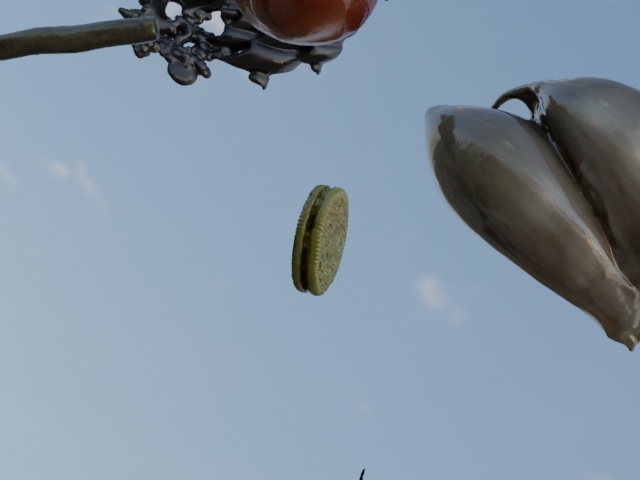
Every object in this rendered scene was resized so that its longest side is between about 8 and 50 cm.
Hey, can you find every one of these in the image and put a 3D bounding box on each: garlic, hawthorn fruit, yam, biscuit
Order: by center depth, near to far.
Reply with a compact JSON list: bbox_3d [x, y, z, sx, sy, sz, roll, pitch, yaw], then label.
[{"bbox_3d":[0.000,0.000,1.371,0.023,0.084,0.084,11,-30,13],"label":"biscuit"},{"bbox_3d":[-0.246,-0.164,1.521,0.234,0.029,0.027,-3,-44,10],"label":"yam"},{"bbox_3d":[-0.010,-0.235,1.668,0.138,0.132,0.133,19,-7,-42],"label":"hawthorn fruit"},{"bbox_3d":[0.253,-0.077,1.909,0.340,0.231,0.246,47,11,29],"label":"garlic"}]

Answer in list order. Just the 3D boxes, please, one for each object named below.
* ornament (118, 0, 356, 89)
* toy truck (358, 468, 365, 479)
[{"bbox_3d":[-0.075,-0.261,1.956,0.251,0.260,0.106,23,-33,-16],"label":"ornament"},{"bbox_3d":[0.024,0.214,1.172,0.257,0.127,0.127,12,18,-37],"label":"toy truck"}]
